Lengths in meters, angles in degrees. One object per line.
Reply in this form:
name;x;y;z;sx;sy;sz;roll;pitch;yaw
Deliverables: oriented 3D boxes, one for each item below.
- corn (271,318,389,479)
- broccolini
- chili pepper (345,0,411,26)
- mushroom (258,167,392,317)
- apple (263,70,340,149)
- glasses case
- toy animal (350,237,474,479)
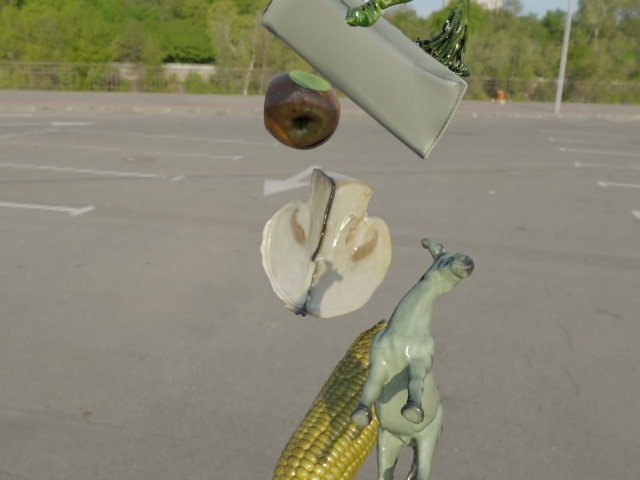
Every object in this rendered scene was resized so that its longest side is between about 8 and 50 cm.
corn;0.041;0.224;0.837;0.106;0.106;0.305;11;40;30
broccolini;0.218;-0.433;1.195;0.123;0.271;0.062;-3;24;5
chili pepper;0.051;-0.209;0.569;0.083;0.022;0.027;-31;59;-19
mushroom;0.011;0.005;1.109;0.173;0.236;0.162;13;3;-44
apple;-0.043;-0.264;1.299;0.163;0.146;0.147;7;38;-18
glasses case;0.066;-0.252;0.870;0.308;0.128;0.083;43;39;8
toy animal;0.080;0.120;0.552;0.073;0.216;0.176;10;32;21
